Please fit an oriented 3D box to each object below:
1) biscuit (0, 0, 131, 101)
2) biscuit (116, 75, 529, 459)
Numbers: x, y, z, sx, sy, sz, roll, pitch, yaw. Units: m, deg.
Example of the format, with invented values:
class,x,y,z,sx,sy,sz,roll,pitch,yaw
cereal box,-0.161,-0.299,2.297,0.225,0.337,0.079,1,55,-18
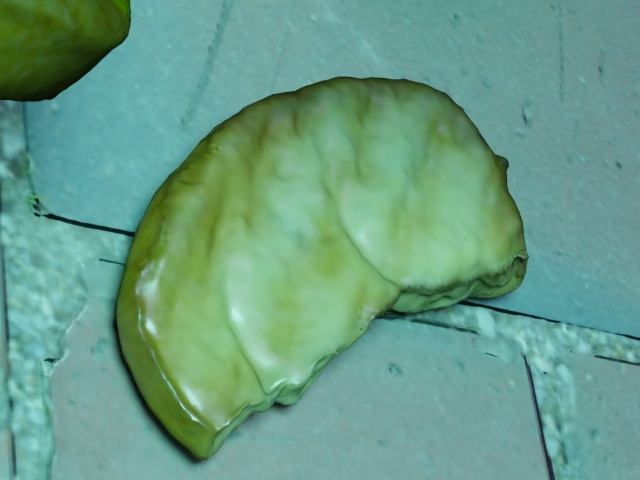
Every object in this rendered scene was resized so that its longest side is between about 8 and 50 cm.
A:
class,x,y,z,sx,sy,sz,roll,pitch,yaw
biscuit,-0.233,-0.200,0.779,0.350,0.070,0.394,25,20,-41
biscuit,-0.003,-0.003,0.997,0.299,0.045,0.154,-24,81,-45
